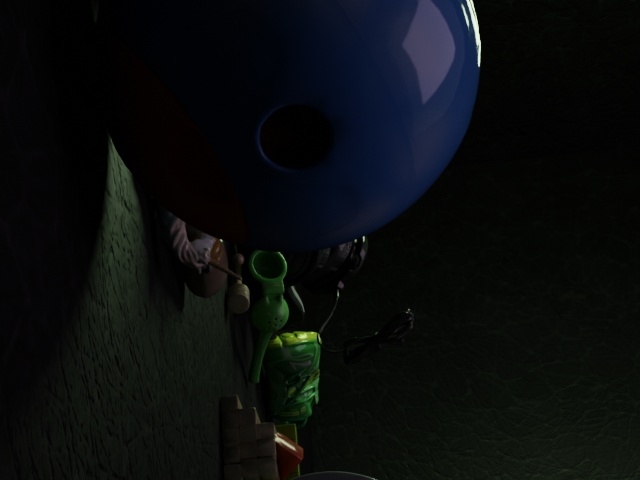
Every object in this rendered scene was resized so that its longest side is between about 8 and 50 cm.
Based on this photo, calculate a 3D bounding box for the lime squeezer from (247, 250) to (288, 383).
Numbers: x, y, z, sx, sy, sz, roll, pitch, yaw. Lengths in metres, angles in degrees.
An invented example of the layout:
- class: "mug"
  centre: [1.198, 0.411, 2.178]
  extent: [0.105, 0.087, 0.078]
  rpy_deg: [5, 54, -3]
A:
- class: "lime squeezer"
  centre: [-0.078, 0.062, 1.831]
  extent: [0.110, 0.058, 0.310]
  rpy_deg: [-127, -145, -79]

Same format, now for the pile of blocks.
- class: "pile of blocks"
  centre: [-0.047, 0.329, 1.629]
  extent: [0.149, 0.112, 0.362]
  rpy_deg: [-94, 178, -48]

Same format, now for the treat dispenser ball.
- class: "treat dispenser ball"
  centre: [-0.024, -0.135, 0.960]
  extent: [0.288, 0.288, 0.288]
  rpy_deg: [-6, 90, -89]

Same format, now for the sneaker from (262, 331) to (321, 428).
- class: "sneaker"
  centre: [-0.043, 0.239, 2.181]
  extent: [0.295, 0.109, 0.123]
  rpy_deg: [82, -1, -63]

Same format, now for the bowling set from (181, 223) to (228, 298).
- class: "bowling set"
  centre: [-0.055, -0.093, 1.330]
  extent: [0.154, 0.200, 0.287]
  rpy_deg: [95, -12, -60]

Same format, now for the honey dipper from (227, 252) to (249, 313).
- class: "honey dipper"
  centre: [-0.113, 0.054, 1.782]
  extent: [0.161, 0.030, 0.030]
  rpy_deg: [-96, 180, -67]

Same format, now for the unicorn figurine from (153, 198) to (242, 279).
- class: "unicorn figurine"
  centre: [-0.131, -0.046, 1.161]
  extent: [0.111, 0.060, 0.162]
  rpy_deg: [-94, 161, -44]

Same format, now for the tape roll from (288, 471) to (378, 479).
- class: "tape roll"
  centre: [0.018, 0.382, 1.389]
  extent: [0.169, 0.246, 0.246]
  rpy_deg: [81, 4, -71]

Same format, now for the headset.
- class: "headset"
  centre: [0.000, 0.000, 1.952]
  extent: [0.243, 0.185, 0.394]
  rpy_deg: [15, 49, -59]

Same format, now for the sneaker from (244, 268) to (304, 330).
- class: "sneaker"
  centre: [-0.075, 0.066, 2.111]
  extent: [0.235, 0.084, 0.097]
  rpy_deg: [82, 2, -58]
